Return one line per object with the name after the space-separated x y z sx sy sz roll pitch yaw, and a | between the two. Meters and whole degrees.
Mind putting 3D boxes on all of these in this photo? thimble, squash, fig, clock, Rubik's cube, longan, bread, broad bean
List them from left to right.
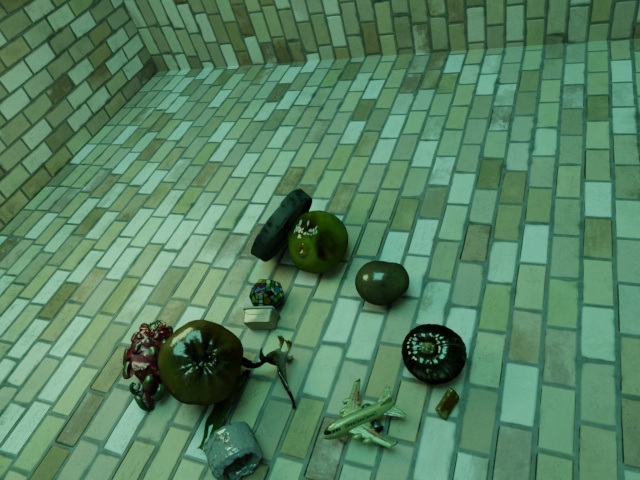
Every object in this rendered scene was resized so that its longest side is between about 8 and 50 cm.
-0.317 0.540 1.680 0.060 0.043 0.297 14 51 18 | broad bean
-0.256 0.620 1.515 0.151 0.127 0.118 -35 44 -8 | thimble
-0.199 0.204 1.923 0.112 0.133 0.133 -30 38 27 | Rubik's cube
-0.149 -0.057 2.033 0.067 0.325 0.325 37 62 7 | clock
0.000 0.000 1.992 0.240 0.239 0.271 17 24 32 | fig
0.215 0.145 1.799 0.187 0.167 0.167 -19 43 3 | longan
0.342 0.339 1.571 0.193 0.156 0.193 -32 27 18 | squash
0.367 0.473 1.506 0.083 0.047 0.036 -45 19 -27 | bread

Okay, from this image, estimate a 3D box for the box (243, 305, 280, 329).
-0.216 0.282 1.873 0.122 0.089 0.062 -5 56 16 | box

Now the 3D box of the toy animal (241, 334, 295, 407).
-0.161 0.377 1.680 0.273 0.197 0.160 18 44 27 | toy animal

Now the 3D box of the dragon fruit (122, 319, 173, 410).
-0.581 0.417 1.786 0.219 0.198 0.272 -9 45 -1 | dragon fruit

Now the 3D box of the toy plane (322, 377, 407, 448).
0.119 0.521 1.510 0.245 0.092 0.229 -27 46 -6 | toy plane

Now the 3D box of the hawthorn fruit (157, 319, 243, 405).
-0.387 0.393 1.676 0.267 0.267 0.301 -46 7 -25 | hawthorn fruit
